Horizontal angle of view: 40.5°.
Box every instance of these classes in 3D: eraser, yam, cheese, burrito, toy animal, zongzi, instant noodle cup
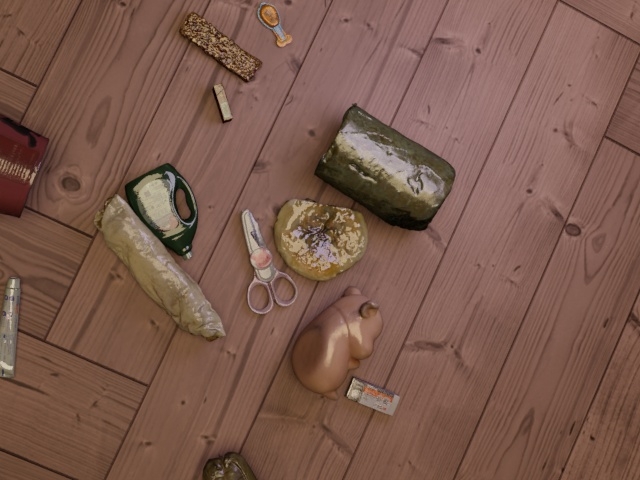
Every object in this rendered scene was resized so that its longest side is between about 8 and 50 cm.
[{"bbox_3d":[0.120,0.363,2.019,0.122,0.029,0.052,24,86,-9],"label":"eraser"},{"bbox_3d":[0.146,-0.155,1.949,0.300,0.195,0.195,32,84,-8],"label":"yam"},{"bbox_3d":[-0.106,-0.497,1.990,0.047,0.017,0.111,-33,96,-6],"label":"cheese"},{"bbox_3d":[-0.355,0.073,1.901,0.392,0.117,0.076,52,39,-9],"label":"burrito"},{"bbox_3d":[0.038,0.227,1.947,0.250,0.166,0.154,-52,127,-4],"label":"toy animal"},{"bbox_3d":[-0.244,0.642,1.900,0.300,0.145,0.273,-30,91,-3],"label":"zongzi"},{"bbox_3d":[-0.676,-0.158,1.787,0.179,0.235,0.234,21,86,-18],"label":"instant noodle cup"}]

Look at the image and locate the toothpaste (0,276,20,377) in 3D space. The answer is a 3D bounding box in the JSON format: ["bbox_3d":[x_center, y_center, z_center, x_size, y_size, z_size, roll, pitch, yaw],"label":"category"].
[{"bbox_3d":[-0.677,0.189,1.875,0.052,0.033,0.218,7,91,-6],"label":"toothpaste"}]

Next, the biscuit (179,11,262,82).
[{"bbox_3d":[-0.226,-0.435,1.958,0.199,0.034,0.064,35,85,-8],"label":"biscuit"}]

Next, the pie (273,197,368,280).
[{"bbox_3d":[-0.001,0.000,1.990,0.218,0.052,0.185,7,94,-8],"label":"pie"}]

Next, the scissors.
[{"bbox_3d":[-0.137,0.045,1.973,0.118,0.030,0.242,-19,97,-10],"label":"scissors"}]

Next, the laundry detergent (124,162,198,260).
[{"bbox_3d":[-0.333,-0.057,1.922,0.137,0.063,0.210,-31,95,-12],"label":"laundry detergent"}]

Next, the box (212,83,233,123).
[{"bbox_3d":[-0.220,-0.308,1.950,0.023,0.051,0.082,-18,93,-11],"label":"box"}]
